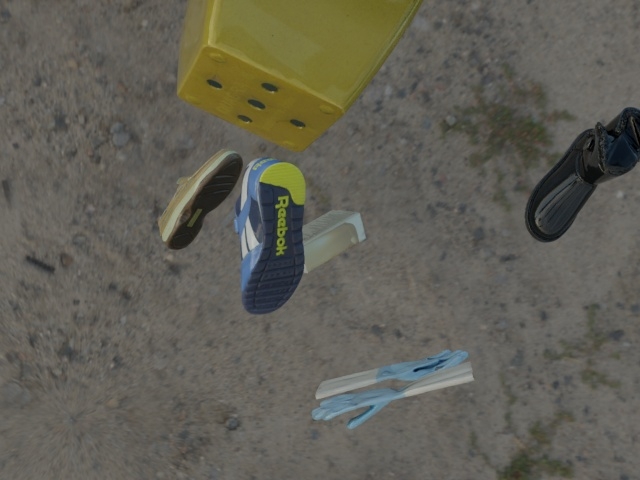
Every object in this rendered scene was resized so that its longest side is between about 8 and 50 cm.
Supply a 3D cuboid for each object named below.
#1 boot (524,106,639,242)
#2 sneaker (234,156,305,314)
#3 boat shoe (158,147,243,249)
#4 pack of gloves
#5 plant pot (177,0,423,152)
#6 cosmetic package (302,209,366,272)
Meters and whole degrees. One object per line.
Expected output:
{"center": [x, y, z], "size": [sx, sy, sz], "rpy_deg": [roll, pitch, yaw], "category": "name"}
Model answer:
{"center": [0.466, -0.113, 1.523], "size": [0.094, 0.207, 0.246], "rpy_deg": [34, 86, 1], "category": "boot"}
{"center": [-0.046, -0.005, 0.747], "size": [0.053, 0.059, 0.144], "rpy_deg": [-3, 114, -30], "category": "sneaker"}
{"center": [-0.193, -0.075, 1.314], "size": [0.190, 0.068, 0.072], "rpy_deg": [-49, 57, 19], "category": "boat shoe"}
{"center": [0.104, 0.215, 1.216], "size": [0.232, 0.195, 0.046], "rpy_deg": [-16, 92, 9], "category": "pack of gloves"}
{"center": [-0.032, -0.212, 0.857], "size": [0.212, 0.212, 0.187], "rpy_deg": [23, 72, -15], "category": "plant pot"}
{"center": [0.000, 0.000, 1.170], "size": [0.115, 0.060, 0.041], "rpy_deg": [-29, 114, -34], "category": "cosmetic package"}
